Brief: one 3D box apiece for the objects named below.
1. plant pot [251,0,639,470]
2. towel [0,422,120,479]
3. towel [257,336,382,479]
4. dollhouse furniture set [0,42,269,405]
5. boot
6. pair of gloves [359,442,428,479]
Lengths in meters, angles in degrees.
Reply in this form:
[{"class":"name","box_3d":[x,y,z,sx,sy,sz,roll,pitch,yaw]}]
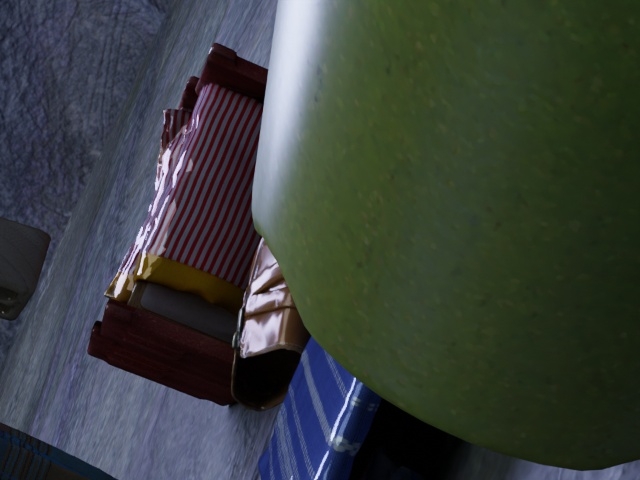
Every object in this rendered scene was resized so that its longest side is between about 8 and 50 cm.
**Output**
[{"class":"plant pot","box_3d":[0.096,-0.083,0.527,0.276,0.276,0.254,-83,8,-51]},{"class":"towel","box_3d":[-0.186,0.233,0.994,0.370,0.040,0.271,37,-108,-57]},{"class":"towel","box_3d":[0.049,-0.008,0.954,0.243,0.040,0.336,-123,55,-84]},{"class":"dollhouse furniture set","box_3d":[-0.183,-0.047,1.276,0.152,0.374,0.201,138,151,-71]},{"class":"boot","box_3d":[0.000,0.000,1.113,0.197,0.073,0.152,106,-178,-54]},{"class":"pair of gloves","box_3d":[0.049,0.092,0.867,0.198,0.023,0.159,-65,12,6]}]
